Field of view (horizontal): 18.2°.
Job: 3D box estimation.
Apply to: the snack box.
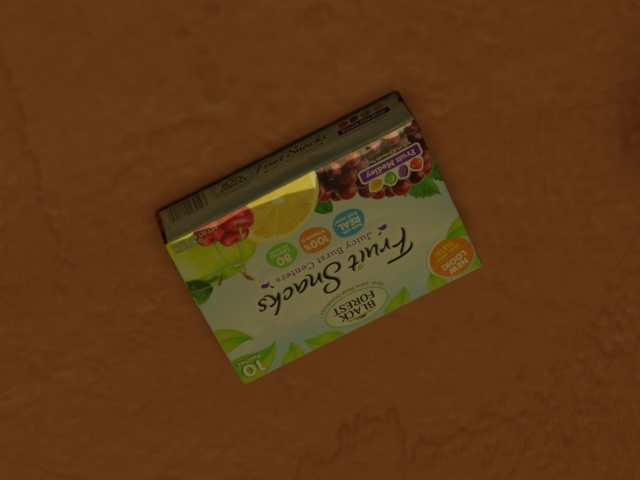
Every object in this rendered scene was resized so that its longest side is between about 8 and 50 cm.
[{"bbox_3d":[0.000,0.000,1.029,0.141,0.037,0.100,-27,123,1],"label":"snack box"}]
